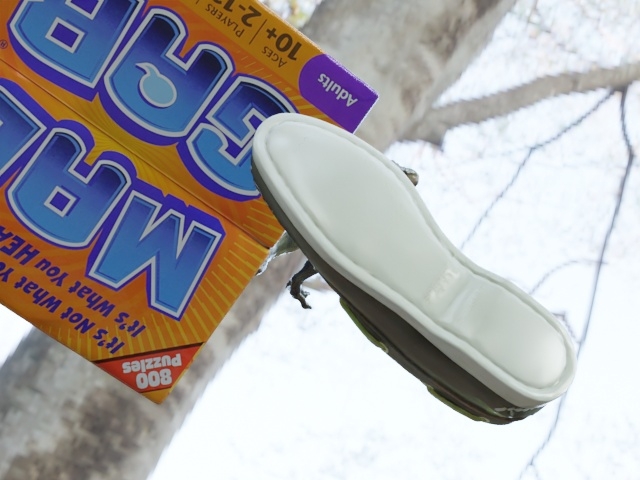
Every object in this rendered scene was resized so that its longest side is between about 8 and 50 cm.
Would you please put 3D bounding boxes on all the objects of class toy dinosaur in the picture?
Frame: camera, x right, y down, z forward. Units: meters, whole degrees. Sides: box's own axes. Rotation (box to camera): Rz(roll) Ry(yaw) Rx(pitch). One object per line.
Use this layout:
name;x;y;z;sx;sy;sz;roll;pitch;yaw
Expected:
toy dinosaur;0.000;0.000;1.578;0.064;0.268;0.118;36;-43;19

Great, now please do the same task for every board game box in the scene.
board game box;-0.227;-0.116;1.464;0.356;0.356;0.356;36;-1;-18

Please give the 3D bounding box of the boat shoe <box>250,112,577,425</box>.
boat shoe;0.056;0.028;1.138;0.305;0.109;0.091;42;-35;3
